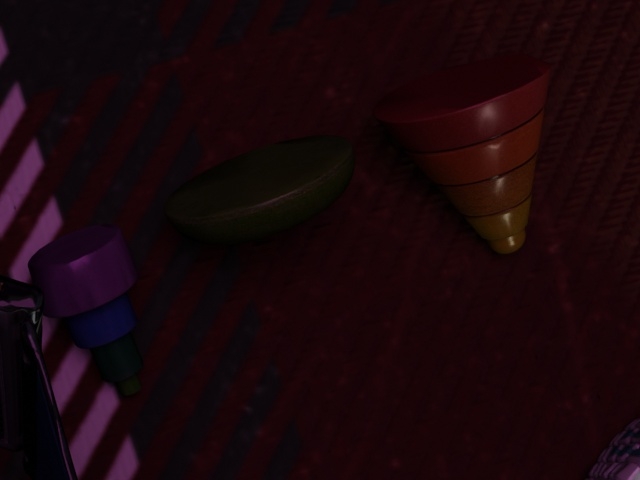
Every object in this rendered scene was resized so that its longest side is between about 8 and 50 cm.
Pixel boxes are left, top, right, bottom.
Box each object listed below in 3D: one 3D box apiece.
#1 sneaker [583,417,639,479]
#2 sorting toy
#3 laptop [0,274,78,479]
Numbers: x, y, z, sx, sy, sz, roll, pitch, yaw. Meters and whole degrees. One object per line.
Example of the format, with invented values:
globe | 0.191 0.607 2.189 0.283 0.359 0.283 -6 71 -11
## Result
sneaker | 0.210 0.174 1.042 0.166 0.065 0.076 -45 102 -15
sorting toy | 0.000 0.000 1.044 0.365 0.127 0.126 -24 109 -13
laptop | -0.229 0.157 0.791 0.408 0.382 0.236 19 71 -5
